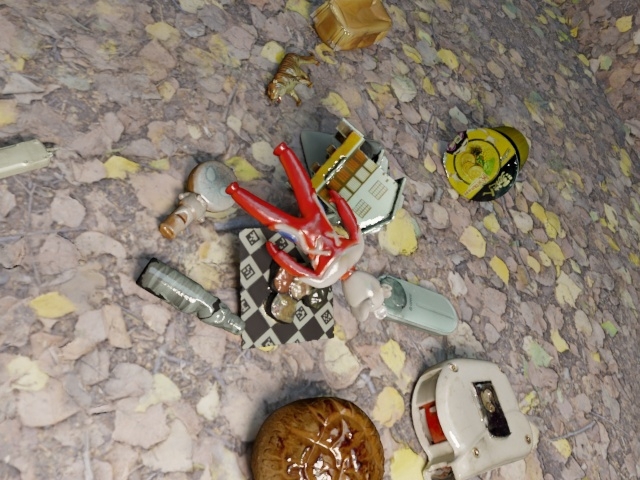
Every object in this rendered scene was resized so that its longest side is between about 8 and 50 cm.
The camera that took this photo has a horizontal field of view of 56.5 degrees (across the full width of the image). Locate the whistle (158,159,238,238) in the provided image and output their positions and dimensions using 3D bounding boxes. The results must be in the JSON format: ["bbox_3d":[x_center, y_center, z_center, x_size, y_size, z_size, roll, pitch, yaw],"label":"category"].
[{"bbox_3d":[-0.238,-0.082,1.183,0.107,0.057,0.220,51,50,-19],"label":"whistle"}]

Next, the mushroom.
[{"bbox_3d":[0.002,0.387,1.022,0.253,0.153,0.253,11,69,-30],"label":"mushroom"}]

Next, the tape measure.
[{"bbox_3d":[0.318,0.382,1.266,0.258,0.130,0.265,-2,66,-35],"label":"tape measure"}]

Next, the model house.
[{"bbox_3d":[0.065,-0.116,1.286,0.215,0.224,0.198,44,91,-2],"label":"model house"}]

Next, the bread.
[{"bbox_3d":[0.090,-0.620,1.703,0.241,0.107,0.136,-29,86,-42],"label":"bread"}]

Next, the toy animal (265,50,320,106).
[{"bbox_3d":[-0.066,-0.419,1.503,0.099,0.057,0.241,31,51,-18],"label":"toy animal"}]

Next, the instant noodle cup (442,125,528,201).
[{"bbox_3d":[0.497,-0.240,1.730,0.215,0.215,0.236,55,38,4],"label":"instant noodle cup"}]

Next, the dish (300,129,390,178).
[{"bbox_3d":[0.084,-0.198,1.469,0.243,0.080,0.181,1,64,-37],"label":"dish"}]

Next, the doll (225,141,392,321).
[{"bbox_3d":[0.000,0.000,1.131,0.188,0.099,0.384,-40,90,-19],"label":"doll"}]

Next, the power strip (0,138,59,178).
[{"bbox_3d":[-0.533,-0.133,1.009,0.191,0.030,0.047,-27,81,-43],"label":"power strip"}]

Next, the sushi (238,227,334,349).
[{"bbox_3d":[-0.049,0.089,1.164,0.220,0.047,0.231,-1,88,-36],"label":"sushi"}]

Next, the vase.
[{"bbox_3d":[-0.226,0.109,1.074,0.211,0.060,0.059,35,49,-16],"label":"vase"}]

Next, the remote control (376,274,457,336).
[{"bbox_3d":[0.212,0.154,1.373,0.247,0.052,0.104,22,52,-24],"label":"remote control"}]
